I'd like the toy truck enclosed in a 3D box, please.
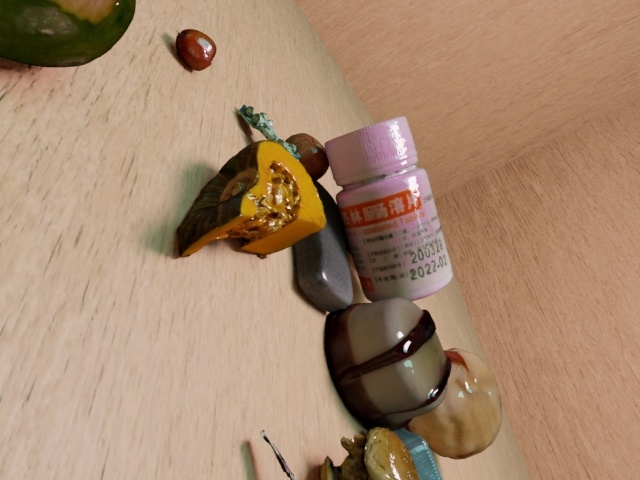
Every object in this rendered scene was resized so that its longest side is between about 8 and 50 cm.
[{"bbox_3d":[-0.127,-0.220,0.955,0.175,0.081,0.067,48,16,15],"label":"toy truck"}]

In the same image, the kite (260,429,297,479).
[{"bbox_3d":[0.020,0.350,0.483,0.314,0.011,0.335,48,-15,27],"label":"kite"}]

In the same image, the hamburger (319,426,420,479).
[{"bbox_3d":[0.086,0.359,0.606,0.185,0.131,0.159,59,-2,0],"label":"hamburger"}]

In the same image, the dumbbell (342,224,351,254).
[{"bbox_3d":[0.178,-0.072,1.285,0.204,0.203,0.322,61,21,-5],"label":"dumbbell"}]

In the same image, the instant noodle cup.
[{"bbox_3d":[0.158,0.408,0.745,0.157,0.070,0.179,128,-58,-70],"label":"instant noodle cup"}]

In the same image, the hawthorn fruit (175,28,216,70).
[{"bbox_3d":[-0.243,-0.371,0.844,0.077,0.077,0.077,49,25,-32],"label":"hawthorn fruit"}]

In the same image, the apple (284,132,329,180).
[{"bbox_3d":[-0.038,-0.198,1.060,0.126,0.102,0.126,41,19,-17],"label":"apple"}]

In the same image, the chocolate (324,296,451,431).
[{"bbox_3d":[0.155,0.236,0.887,0.284,0.186,0.284,50,24,-32],"label":"chocolate"}]

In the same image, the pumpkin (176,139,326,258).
[{"bbox_3d":[-0.093,-0.031,0.694,0.190,0.139,0.281,51,26,-28],"label":"pumpkin"}]

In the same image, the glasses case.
[{"bbox_3d":[0.000,0.000,0.959,0.131,0.074,0.323,46,27,-41],"label":"glasses case"}]

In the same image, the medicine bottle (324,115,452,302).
[{"bbox_3d":[0.155,-0.067,1.003,0.219,0.219,0.389,-40,116,-69],"label":"medicine bottle"}]

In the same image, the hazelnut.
[{"bbox_3d":[0.304,0.390,1.046,0.261,0.241,0.261,18,49,-23],"label":"hazelnut"}]

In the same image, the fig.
[{"bbox_3d":[-0.314,-0.268,0.439,0.245,0.195,0.195,-44,110,-32],"label":"fig"}]
